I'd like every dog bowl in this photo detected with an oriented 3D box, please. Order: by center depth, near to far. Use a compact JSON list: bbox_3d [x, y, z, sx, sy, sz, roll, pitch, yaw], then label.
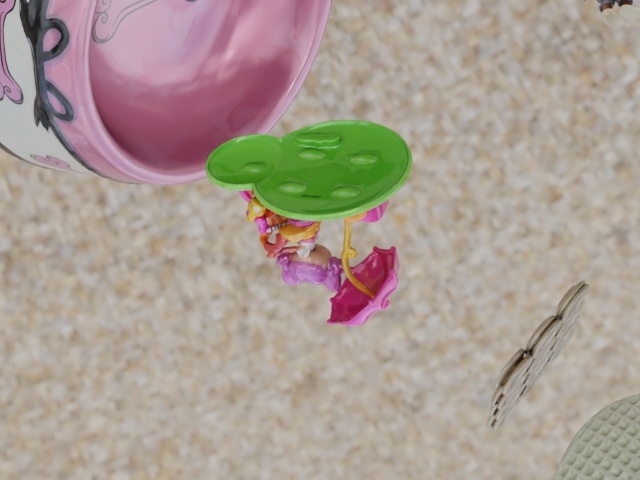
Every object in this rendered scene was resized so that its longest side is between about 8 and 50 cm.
[{"bbox_3d":[-0.150,-0.234,1.769,0.408,0.150,0.408,-31,134,-37],"label":"dog bowl"}]

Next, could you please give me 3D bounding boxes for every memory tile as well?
[{"bbox_3d":[0.169,0.092,1.452,0.113,0.012,0.148,-49,166,-15],"label":"memory tile"}]

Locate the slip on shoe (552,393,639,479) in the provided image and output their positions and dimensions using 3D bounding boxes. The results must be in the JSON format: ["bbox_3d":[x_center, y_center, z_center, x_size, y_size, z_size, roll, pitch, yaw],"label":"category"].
[{"bbox_3d":[0.194,0.251,1.046,0.123,0.331,0.101,-18,154,32],"label":"slip on shoe"}]

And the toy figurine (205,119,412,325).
[{"bbox_3d":[0.000,0.000,1.525,0.173,0.130,0.159,5,130,20],"label":"toy figurine"}]

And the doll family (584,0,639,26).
[{"bbox_3d":[0.331,-0.291,1.789,0.193,0.111,0.076,-20,128,13],"label":"doll family"}]
